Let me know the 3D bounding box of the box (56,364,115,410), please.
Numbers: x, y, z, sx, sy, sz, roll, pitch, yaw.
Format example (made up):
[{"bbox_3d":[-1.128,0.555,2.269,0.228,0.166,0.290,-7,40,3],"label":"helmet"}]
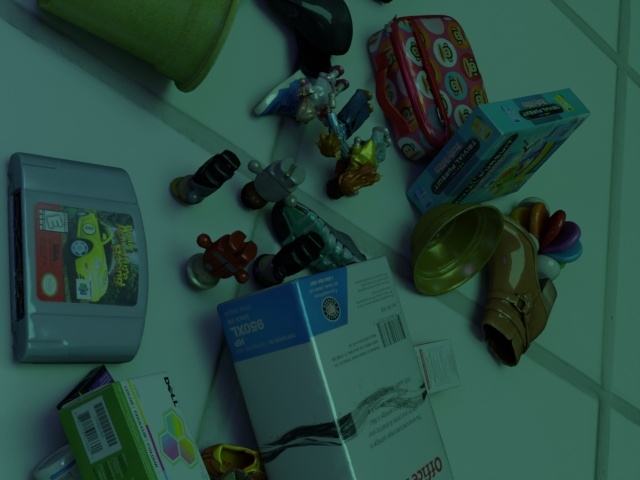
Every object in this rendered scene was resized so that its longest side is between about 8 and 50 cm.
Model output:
[{"bbox_3d":[-0.282,0.262,1.283,0.162,0.029,0.116,60,16,-10],"label":"box"}]

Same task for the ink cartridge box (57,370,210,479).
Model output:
[{"bbox_3d":[-0.207,0.275,1.259,0.189,0.097,0.255,66,21,10],"label":"ink cartridge box"}]

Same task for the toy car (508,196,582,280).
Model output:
[{"bbox_3d":[0.499,-0.010,2.059,0.182,0.136,0.159,45,50,-22],"label":"toy car"}]

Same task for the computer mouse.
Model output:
[{"bbox_3d":[-0.035,-0.450,1.739,0.272,0.072,0.188,36,43,-20],"label":"computer mouse"}]

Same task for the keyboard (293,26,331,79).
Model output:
[{"bbox_3d":[-0.018,-0.374,1.787,0.100,0.038,0.192,13,56,-38],"label":"keyboard"}]

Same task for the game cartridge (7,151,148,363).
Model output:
[{"bbox_3d":[-0.339,0.027,1.336,0.196,0.060,0.294,8,70,-45],"label":"game cartridge"}]

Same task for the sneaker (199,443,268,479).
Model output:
[{"bbox_3d":[-0.101,0.346,1.429,0.175,0.067,0.064,18,62,-39],"label":"sneaker"}]

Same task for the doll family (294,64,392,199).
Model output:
[{"bbox_3d":[0.051,-0.181,1.680,0.163,0.118,0.263,-53,132,-37],"label":"doll family"}]

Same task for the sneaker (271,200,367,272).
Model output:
[{"bbox_3d":[0.000,0.000,1.659,0.223,0.083,0.098,44,21,-18],"label":"sneaker"}]

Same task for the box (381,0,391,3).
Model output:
[{"bbox_3d":[0.051,-0.725,1.934,0.318,0.097,0.395,19,64,-34],"label":"box"}]

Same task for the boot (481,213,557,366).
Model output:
[{"bbox_3d":[0.367,0.098,1.939,0.220,0.109,0.283,-50,117,-37],"label":"boot"}]

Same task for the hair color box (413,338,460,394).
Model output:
[{"bbox_3d":[0.179,0.239,1.734,0.167,0.053,0.093,-4,79,-45],"label":"hair color box"}]

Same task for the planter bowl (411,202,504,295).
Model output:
[{"bbox_3d":[0.242,-0.005,1.822,0.217,0.217,0.090,1,37,-43],"label":"planter bowl"}]

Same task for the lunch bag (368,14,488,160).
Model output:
[{"bbox_3d":[0.213,-0.312,1.927,0.258,0.120,0.293,-12,82,-40],"label":"lunch bag"}]

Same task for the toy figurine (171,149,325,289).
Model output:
[{"bbox_3d":[-0.120,-0.029,1.500,0.213,0.148,0.210,-2,71,-41],"label":"toy figurine"}]

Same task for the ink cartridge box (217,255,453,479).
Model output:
[{"bbox_3d":[0.032,0.247,1.478,0.285,0.166,0.395,-11,83,-58],"label":"ink cartridge box"}]

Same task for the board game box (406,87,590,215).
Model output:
[{"bbox_3d":[0.363,-0.177,1.907,0.336,0.254,0.079,-18,64,-44],"label":"board game box"}]

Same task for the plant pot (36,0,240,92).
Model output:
[{"bbox_3d":[-0.278,-0.394,1.422,0.253,0.276,0.276,16,64,-25],"label":"plant pot"}]

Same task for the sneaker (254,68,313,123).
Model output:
[{"bbox_3d":[-0.051,-0.242,1.691,0.084,0.058,0.152,50,41,-6],"label":"sneaker"}]

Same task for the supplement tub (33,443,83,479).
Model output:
[{"bbox_3d":[-0.318,0.326,1.233,0.071,0.071,0.107,-40,104,-43],"label":"supplement tub"}]

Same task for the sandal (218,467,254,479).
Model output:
[{"bbox_3d":[-0.091,0.413,1.375,0.072,0.049,0.180,-39,91,-10],"label":"sandal"}]
